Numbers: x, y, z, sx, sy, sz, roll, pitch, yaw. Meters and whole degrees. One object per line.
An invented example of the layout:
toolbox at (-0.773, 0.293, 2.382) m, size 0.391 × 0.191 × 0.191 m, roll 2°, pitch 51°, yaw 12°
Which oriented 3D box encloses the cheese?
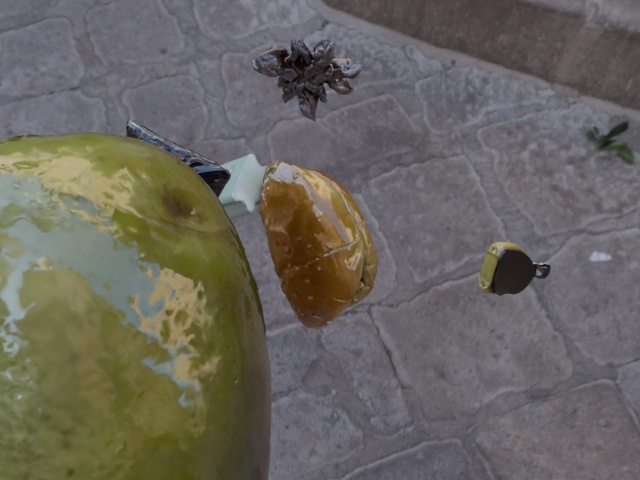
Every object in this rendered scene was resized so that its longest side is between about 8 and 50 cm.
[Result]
cheese at (0.325, 0.047, 0.882) m, size 0.162 × 0.086 × 0.036 m, roll 4°, pitch 12°, yaw -35°

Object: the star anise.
star anise at (-0.036, -0.389, 1.262) m, size 0.282 × 0.212 × 0.129 m, roll 4°, pitch 68°, yaw 15°

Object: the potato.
potato at (-0.131, 0.066, 0.423) m, size 0.212 × 0.280 × 0.330 m, roll 12°, pitch 28°, yaw 14°

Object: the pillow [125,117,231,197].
pillow at (-0.209, -0.038, 0.699) m, size 0.141 × 0.208 × 0.055 m, roll 27°, pitch 33°, yaw -4°

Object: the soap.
soap at (-0.208, -0.104, 1.161) m, size 0.198 × 0.066 × 0.119 m, roll -11°, pitch 50°, yaw 44°

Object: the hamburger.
hamburger at (0.000, 0.000, 0.865) m, size 0.156 × 0.283 × 0.144 m, roll -8°, pitch 14°, yaw 43°
